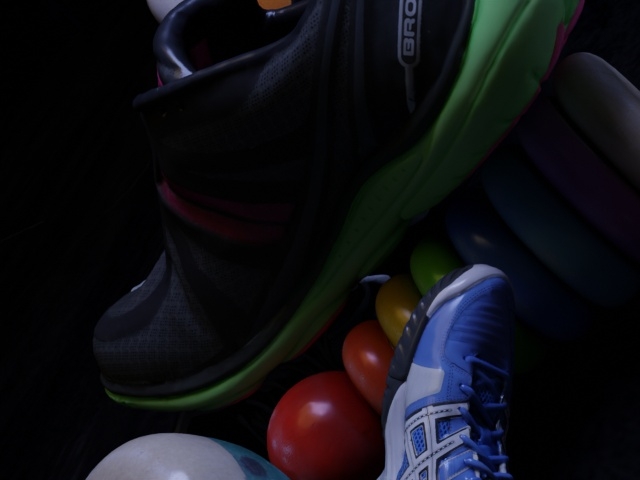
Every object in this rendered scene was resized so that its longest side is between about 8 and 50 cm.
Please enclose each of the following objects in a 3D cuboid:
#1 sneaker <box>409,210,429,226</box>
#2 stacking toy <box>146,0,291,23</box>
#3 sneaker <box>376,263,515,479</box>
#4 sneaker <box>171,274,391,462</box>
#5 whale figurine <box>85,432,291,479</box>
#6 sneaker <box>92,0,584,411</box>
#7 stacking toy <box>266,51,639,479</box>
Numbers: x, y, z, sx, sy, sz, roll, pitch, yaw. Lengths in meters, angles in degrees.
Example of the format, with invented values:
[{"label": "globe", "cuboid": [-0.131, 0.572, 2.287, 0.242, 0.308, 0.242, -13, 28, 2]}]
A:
[{"label": "sneaker", "cuboid": [0.000, 0.000, 1.292, 0.169, 0.108, 0.292, -20, -14, -26]}, {"label": "stacking toy", "cuboid": [0.046, -0.321, 1.672, 0.480, 0.350, 0.350, -25, 19, -2]}, {"label": "sneaker", "cuboid": [0.078, 0.117, 0.847, 0.081, 0.080, 0.211, 6, 81, 52]}, {"label": "sneaker", "cuboid": [-0.013, 0.099, 1.109, 0.132, 0.086, 0.228, -19, 30, 47]}, {"label": "whale figurine", "cuboid": [-0.044, 0.228, 0.827, 0.216, 0.141, 0.272, -59, 43, 21]}, {"label": "sneaker", "cuboid": [-0.028, -0.061, 0.990, 0.483, 0.202, 0.185, -49, 2, 40]}, {"label": "stacking toy", "cuboid": [0.094, 0.044, 0.961, 0.330, 0.141, 0.141, -46, 18, 15]}]
